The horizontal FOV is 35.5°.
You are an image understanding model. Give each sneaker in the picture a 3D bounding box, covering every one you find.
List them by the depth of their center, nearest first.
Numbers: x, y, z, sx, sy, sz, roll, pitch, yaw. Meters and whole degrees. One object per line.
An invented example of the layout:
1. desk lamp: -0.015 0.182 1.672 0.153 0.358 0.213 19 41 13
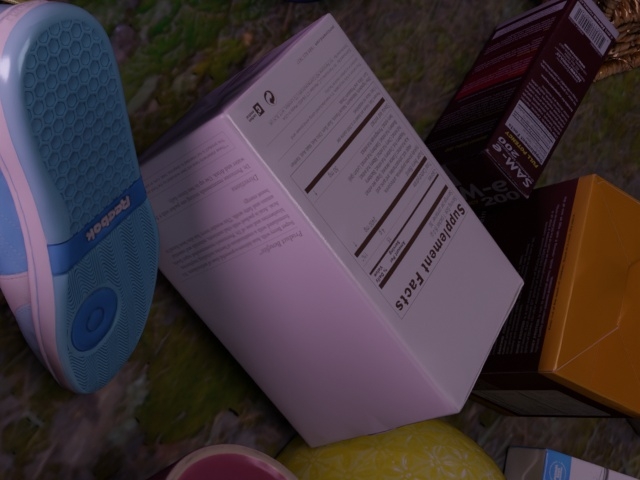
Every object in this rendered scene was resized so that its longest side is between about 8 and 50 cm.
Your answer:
1. sneaker: -0.241 -0.039 0.751 0.127 0.208 0.319 -44 143 -48

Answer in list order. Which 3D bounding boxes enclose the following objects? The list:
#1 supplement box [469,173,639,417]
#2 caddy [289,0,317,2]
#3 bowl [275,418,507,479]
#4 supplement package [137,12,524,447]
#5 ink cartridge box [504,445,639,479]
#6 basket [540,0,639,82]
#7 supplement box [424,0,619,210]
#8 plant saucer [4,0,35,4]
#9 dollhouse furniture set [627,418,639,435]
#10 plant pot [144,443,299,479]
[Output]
1. supplement box: 0.220 0.062 0.974 0.129 0.194 0.191 26 69 -26
2. caddy: -0.031 -0.372 0.897 0.341 0.179 0.241 26 68 -26
3. bowl: 0.091 0.286 0.878 0.289 0.156 0.290 6 78 -32
4. supplement package: 0.000 0.000 0.837 0.293 0.177 0.175 52 44 -15
5. ink cartridge box: 0.274 0.288 1.050 0.180 0.060 0.104 22 70 -28
6. basket: 0.408 -0.330 1.149 0.299 0.213 0.223 -18 91 -33
7. supplement box: 0.199 -0.141 1.033 0.073 0.130 0.239 44 63 -19
8. plant saucer: -0.307 -0.288 0.785 0.188 0.045 0.189 13 75 -30
9. dollhouse furniture set: 0.420 0.129 1.096 0.129 0.183 0.129 -46 107 -30
10. plant pot: -0.093 0.245 0.708 0.201 0.180 0.201 24 39 -21
